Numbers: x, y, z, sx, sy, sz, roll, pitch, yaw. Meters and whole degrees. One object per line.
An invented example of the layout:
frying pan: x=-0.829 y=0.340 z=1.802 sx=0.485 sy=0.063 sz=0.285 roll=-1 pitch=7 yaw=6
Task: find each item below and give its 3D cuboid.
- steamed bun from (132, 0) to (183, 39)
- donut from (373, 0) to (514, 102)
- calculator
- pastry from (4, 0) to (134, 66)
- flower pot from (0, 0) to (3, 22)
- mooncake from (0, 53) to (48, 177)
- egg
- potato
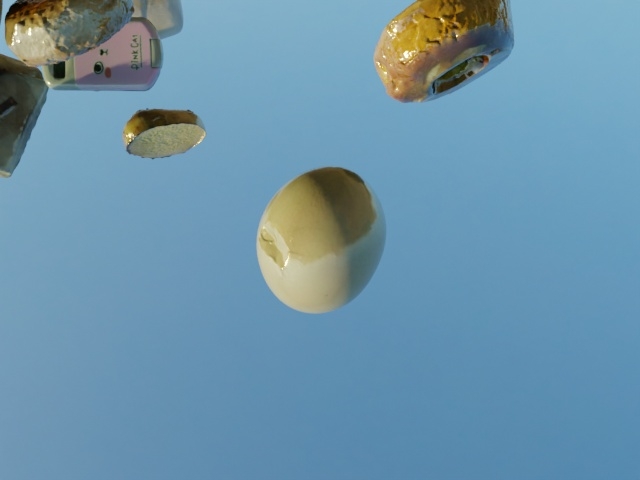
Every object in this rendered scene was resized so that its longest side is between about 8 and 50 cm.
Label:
steamed bun: x=-0.376 y=-0.511 z=1.682 sx=0.146 sy=0.242 sz=0.164 roll=-22 pitch=-103 yaw=-13
donut: x=0.253 y=-0.386 z=1.608 sx=0.329 sy=0.330 sz=0.160 roll=-17 pitch=-98 yaw=-2
calculator: x=-0.422 y=-0.354 z=1.516 sx=0.245 sy=0.141 sz=0.045 roll=1 pitch=-174 yaw=-2
pastry: x=-0.359 y=-0.320 z=1.137 sx=0.182 sy=0.093 sz=0.192 roll=-29 pitch=-145 yaw=-4
flower pot: x=-0.618 y=-0.390 z=1.125 sx=0.244 sy=0.308 sz=0.307 roll=-1 pitch=-143 yaw=2
mooncake: x=-0.718 y=-0.276 z=1.647 sx=0.250 sy=0.255 sz=0.136 roll=21 pitch=-178 yaw=-28
egg: x=0.000 y=0.000 z=1.367 sx=0.219 sy=0.269 sz=0.219 roll=20 pitch=-159 yaw=-8
potato: x=-0.361 y=-0.255 z=1.818 sx=0.200 sy=0.164 sz=0.081 roll=-4 pitch=-114 yaw=-47
